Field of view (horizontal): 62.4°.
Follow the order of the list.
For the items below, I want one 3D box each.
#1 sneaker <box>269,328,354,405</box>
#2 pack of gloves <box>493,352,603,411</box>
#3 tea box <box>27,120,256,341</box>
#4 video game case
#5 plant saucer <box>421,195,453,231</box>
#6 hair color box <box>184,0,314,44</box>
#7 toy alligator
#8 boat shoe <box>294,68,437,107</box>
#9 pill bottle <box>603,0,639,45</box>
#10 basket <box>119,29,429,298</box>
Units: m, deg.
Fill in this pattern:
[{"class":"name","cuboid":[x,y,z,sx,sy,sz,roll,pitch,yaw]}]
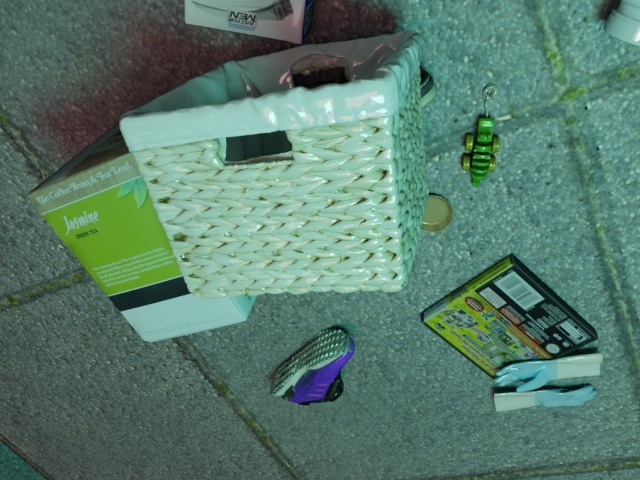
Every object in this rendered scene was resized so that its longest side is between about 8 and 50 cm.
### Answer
[{"class":"sneaker","cuboid":[0.012,0.324,1.298,0.146,0.102,0.293,35,130,-17]},{"class":"pack of gloves","cuboid":[0.514,0.341,1.198,0.232,0.046,0.195,-10,130,12]},{"class":"tea box","cuboid":[-0.243,-0.060,0.931,0.220,0.329,0.323,-15,119,22]},{"class":"video game case","cuboid":[0.402,0.184,1.143,0.275,0.035,0.248,38,124,-16]},{"class":"plant saucer","cuboid":[0.215,-0.054,1.027,0.083,0.015,0.083,6,125,9]},{"class":"hair color box","cuboid":[-0.089,-0.473,0.743,0.185,0.110,0.338,11,125,2]},{"class":"toy alligator","cuboid":[0.280,-0.169,0.909,0.056,0.051,0.189,5,126,9]},{"class":"boat shoe","cuboid":[0.046,-0.240,0.883,0.285,0.103,0.092,-7,128,24]},{"class":"pill bottle","cuboid":[0.461,-0.357,0.700,0.108,0.108,0.180,16,126,1]},{"class":"basket","cuboid":[-0.022,-0.111,0.728,0.328,0.331,0.266,-3,117,18]}]
